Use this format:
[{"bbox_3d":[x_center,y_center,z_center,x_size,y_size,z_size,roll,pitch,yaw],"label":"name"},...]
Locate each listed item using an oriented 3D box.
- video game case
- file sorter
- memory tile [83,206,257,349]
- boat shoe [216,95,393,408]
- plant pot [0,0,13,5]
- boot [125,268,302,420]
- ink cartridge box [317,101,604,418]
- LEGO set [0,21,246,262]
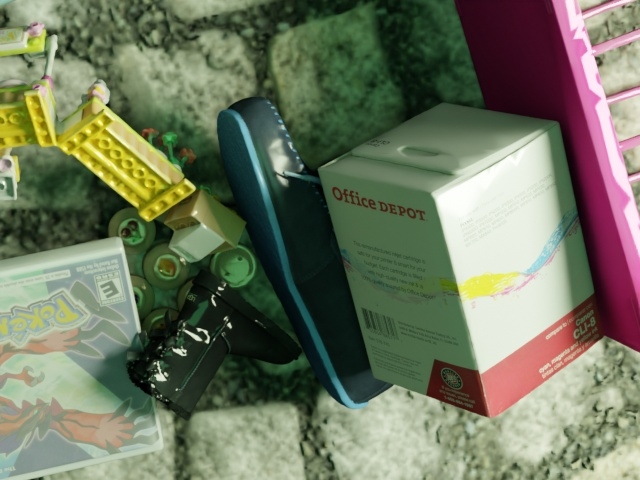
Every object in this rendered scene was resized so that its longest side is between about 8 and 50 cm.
[{"bbox_3d":[-0.229,0.099,1.141,0.201,0.023,0.183,-12,120,-8],"label":"video game case"},{"bbox_3d":[0.241,-0.097,1.129,0.182,0.202,0.291,-20,102,-9],"label":"file sorter"},{"bbox_3d":[-0.131,0.032,1.180,0.148,0.012,0.113,-43,103,-1],"label":"memory tile"},{"bbox_3d":[0.000,0.000,1.165,0.089,0.109,0.258,-28,119,-11],"label":"boat shoe"},{"bbox_3d":[-0.309,-0.252,0.996,0.252,0.247,0.248,6,98,-28],"label":"plant pot"},{"bbox_3d":[-0.080,0.089,1.160,0.121,0.045,0.099,41,78,-36],"label":"boot"},{"bbox_3d":[0.101,0.009,1.096,0.127,0.128,0.176,-30,118,-30],"label":"ink cartridge box"},{"bbox_3d":[-0.186,-0.082,1.120,0.287,0.107,0.132,10,130,-12],"label":"LEGO set"}]
